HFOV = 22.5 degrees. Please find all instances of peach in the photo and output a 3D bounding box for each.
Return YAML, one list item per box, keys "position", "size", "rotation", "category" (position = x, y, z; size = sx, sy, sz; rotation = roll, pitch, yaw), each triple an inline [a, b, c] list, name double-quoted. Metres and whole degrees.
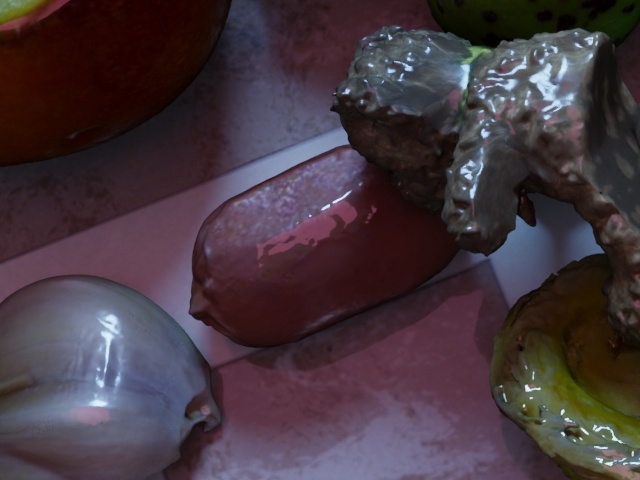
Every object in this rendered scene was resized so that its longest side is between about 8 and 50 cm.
- position: [-0.268, -0.228, 1.387]
  size: [0.406, 0.310, 0.335]
  rotation: [-17, 69, 11]
  category: "peach"

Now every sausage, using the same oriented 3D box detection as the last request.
- position: [0.000, 0.000, 1.373]
  size: [0.254, 0.148, 0.148]
  rotation: [-31, 73, -3]
  category: "sausage"

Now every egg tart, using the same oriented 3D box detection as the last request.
- position: [0.267, 0.123, 1.270]
  size: [0.288, 0.118, 0.288]
  rotation: [-1, 32, 1]
  category: "egg tart"

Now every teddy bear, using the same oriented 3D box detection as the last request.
- position: [0.157, -0.046, 1.259]
  size: [0.222, 0.246, 0.296]
  rotation: [-20, 109, 33]
  category: "teddy bear"

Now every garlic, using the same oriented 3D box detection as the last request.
- position: [-0.210, 0.131, 1.386]
  size: [0.228, 0.110, 0.217]
  rotation: [-12, 71, 5]
  category: "garlic"

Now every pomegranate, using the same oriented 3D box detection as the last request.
- position: [0.226, -0.251, 1.357]
  size: [0.286, 0.231, 0.231]
  rotation: [-4, 75, 8]
  category: "pomegranate"
